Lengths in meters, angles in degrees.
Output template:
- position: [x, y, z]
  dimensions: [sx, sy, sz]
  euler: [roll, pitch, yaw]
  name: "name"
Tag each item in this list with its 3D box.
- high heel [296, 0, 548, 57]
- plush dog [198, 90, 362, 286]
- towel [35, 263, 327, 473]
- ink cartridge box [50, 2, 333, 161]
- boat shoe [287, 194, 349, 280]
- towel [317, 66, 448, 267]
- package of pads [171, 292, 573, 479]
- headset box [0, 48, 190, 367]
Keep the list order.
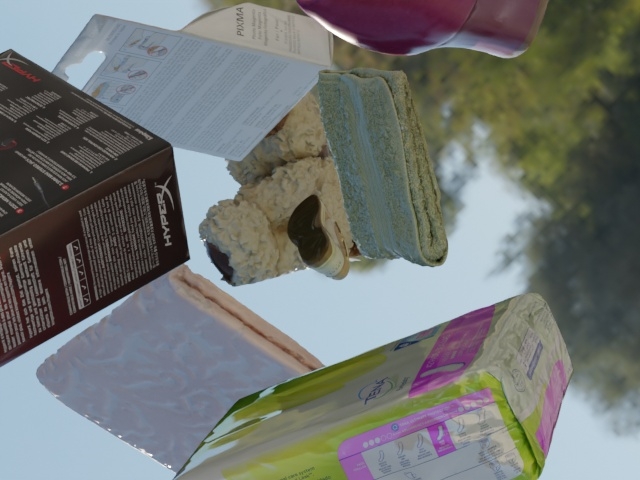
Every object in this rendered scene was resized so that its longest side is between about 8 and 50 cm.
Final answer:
- position: [0.088, -0.299, 1.036]
  dimensions: [0.181, 0.377, 0.127]
  euler: [3, -176, -43]
  name: "high heel"
- position: [-0.038, -0.080, 1.927]
  dimensions: [0.262, 0.210, 0.225]
  euler: [-62, -40, -86]
  name: "plush dog"
- position: [-0.137, 0.178, 2.025]
  dimensions: [0.317, 0.332, 0.053]
  euler: [35, -132, -19]
  name: "towel"
- position: [-0.132, -0.156, 1.555]
  dimensions: [0.232, 0.189, 0.066]
  euler: [14, -122, -26]
  name: "ink cartridge box"
- position: [0.000, 0.000, 1.759]
  dimensions: [0.045, 0.050, 0.135]
  euler: [42, -163, -27]
  name: "boat shoe"
- position: [0.042, -0.053, 1.224]
  dimensions: [0.110, 0.027, 0.148]
  euler: [7, 115, 59]
  name: "towel"
- position: [0.042, 0.156, 1.333]
  dimensions: [0.101, 0.296, 0.229]
  euler: [65, -161, -7]
  name: "package of pads"
- position: [-0.277, -0.005, 1.222]
  dimensions: [0.218, 0.293, 0.110]
  euler: [30, 139, 40]
  name: "headset box"
